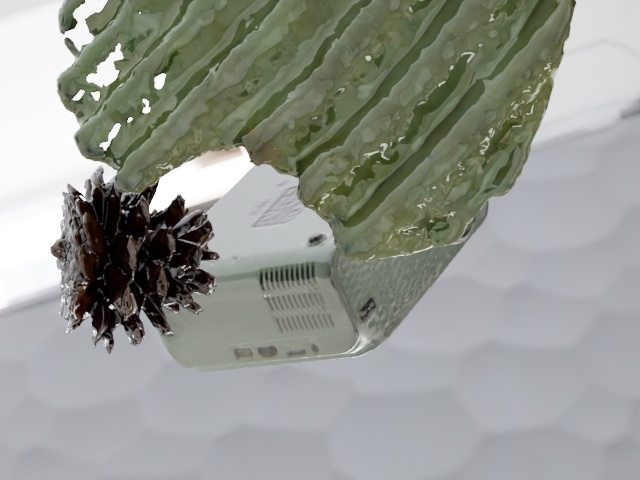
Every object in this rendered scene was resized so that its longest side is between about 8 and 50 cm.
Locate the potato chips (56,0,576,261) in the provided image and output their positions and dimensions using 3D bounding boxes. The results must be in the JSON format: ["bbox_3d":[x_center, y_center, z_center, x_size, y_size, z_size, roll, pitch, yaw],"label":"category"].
[{"bbox_3d":[-0.011,-0.202,1.194,0.097,0.373,0.389,-6,-68,-64],"label":"potato chips"}]

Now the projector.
[{"bbox_3d":[0.000,0.000,1.561,0.250,0.198,0.108,-46,-59,-47],"label":"projector"}]

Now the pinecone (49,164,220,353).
[{"bbox_3d":[-0.135,0.014,1.351,0.140,0.120,0.140,176,90,-80],"label":"pinecone"}]
